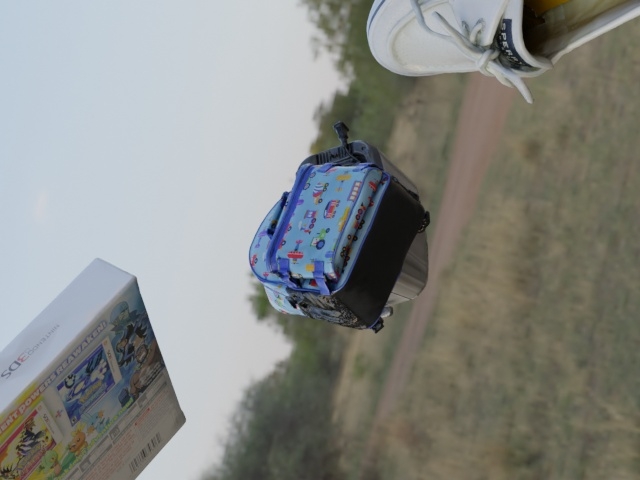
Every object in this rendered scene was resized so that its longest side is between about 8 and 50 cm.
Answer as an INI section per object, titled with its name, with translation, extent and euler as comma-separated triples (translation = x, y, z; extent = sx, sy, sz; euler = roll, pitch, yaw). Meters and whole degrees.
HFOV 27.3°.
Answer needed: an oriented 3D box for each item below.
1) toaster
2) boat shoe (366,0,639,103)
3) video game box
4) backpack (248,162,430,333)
[toaster]
translation = 0.052, -0.019, 1.631
extent = 0.146, 0.129, 0.227
euler = 32, -133, -55
[boat shoe]
translation = 0.173, -0.194, 1.162
extent = 0.367, 0.136, 0.156
euler = -16, 45, 41
[video game box]
translation = -0.194, 0.144, 0.967
extent = 0.205, 0.048, 0.187
euler = -48, -30, -30
[backpack]
translation = 0.000, 0.000, 1.334
extent = 0.117, 0.173, 0.158
euler = 41, -114, -40
